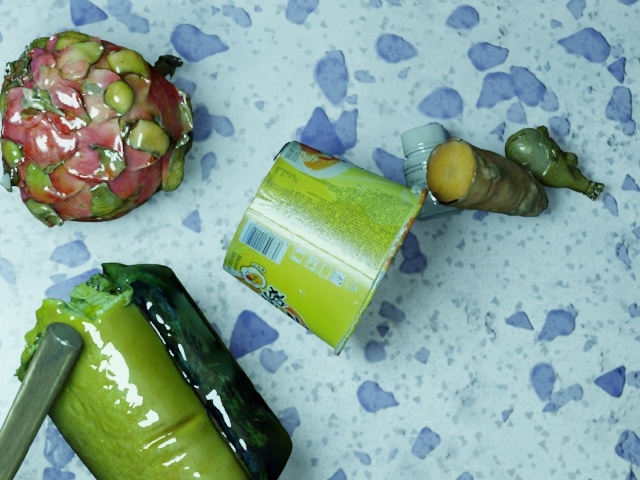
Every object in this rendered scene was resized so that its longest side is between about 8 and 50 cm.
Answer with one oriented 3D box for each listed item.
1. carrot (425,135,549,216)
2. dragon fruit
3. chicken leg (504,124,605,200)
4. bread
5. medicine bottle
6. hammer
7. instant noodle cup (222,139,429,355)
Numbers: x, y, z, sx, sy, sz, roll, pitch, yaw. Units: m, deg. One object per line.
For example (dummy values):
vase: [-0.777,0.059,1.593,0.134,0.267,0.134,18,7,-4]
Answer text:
carrot: [0.258,-0.074,1.689,0.263,0.102,0.102,15,74,-46]
dragon fruit: [-0.290,-0.149,1.517,0.269,0.291,0.250,-5,76,-15]
chicken leg: [0.357,-0.116,1.774,0.178,0.070,0.093,28,69,-14]
bread: [-0.217,0.213,1.483,0.376,0.251,0.208,53,45,0]
medicine bottle: [0.163,-0.100,1.716,0.080,0.080,0.130,-10,82,-14]
hammer: [-0.397,0.286,1.416,0.168,0.044,0.440,30,109,4]
instant noodle cup: [0.000,0.000,1.587,0.200,0.264,0.264,28,75,3]
